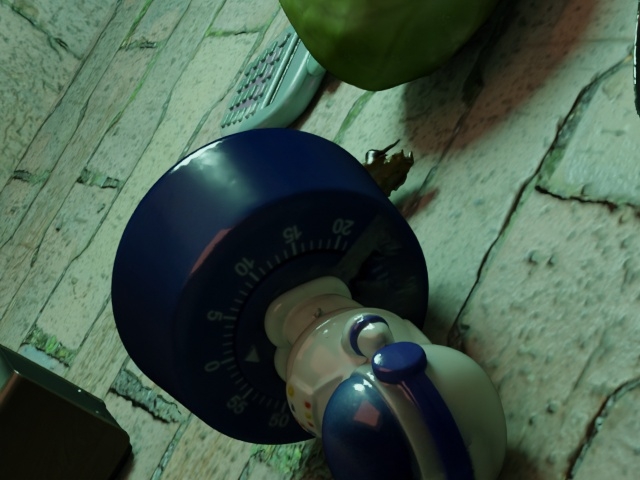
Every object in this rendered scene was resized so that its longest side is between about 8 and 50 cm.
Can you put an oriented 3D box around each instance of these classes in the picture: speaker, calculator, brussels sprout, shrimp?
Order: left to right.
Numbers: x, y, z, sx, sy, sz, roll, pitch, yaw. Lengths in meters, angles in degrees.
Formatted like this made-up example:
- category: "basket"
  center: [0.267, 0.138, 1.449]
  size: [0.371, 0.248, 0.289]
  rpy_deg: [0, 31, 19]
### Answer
- category: "speaker"
  center: [-0.360, 0.269, 1.789]
  size: [0.231, 0.193, 0.153]
  rpy_deg: [-59, 23, -2]
- category: "calculator"
  center: [-0.048, -0.211, 1.994]
  size: [0.299, 0.041, 0.185]
  rpy_deg: [-22, 41, 58]
- category: "shrimp"
  center: [0.000, 0.000, 1.581]
  size: [0.287, 0.063, 0.152]
  rpy_deg: [-37, 31, 46]
- category: "brussels sprout"
  center: [0.082, -0.312, 1.599]
  size: [0.328, 0.247, 0.328]
  rpy_deg: [-23, 60, 47]

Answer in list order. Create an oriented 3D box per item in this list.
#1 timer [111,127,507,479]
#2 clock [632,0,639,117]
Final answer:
- category: "timer"
  center: [0.014, 0.092, 1.234]
  size: [0.270, 0.270, 0.383]
  rpy_deg: [-55, 35, 5]
- category: "clock"
  center: [0.282, -0.219, 1.117]
  size: [0.280, 0.055, 0.280]
  rpy_deg: [8, -90, -87]
